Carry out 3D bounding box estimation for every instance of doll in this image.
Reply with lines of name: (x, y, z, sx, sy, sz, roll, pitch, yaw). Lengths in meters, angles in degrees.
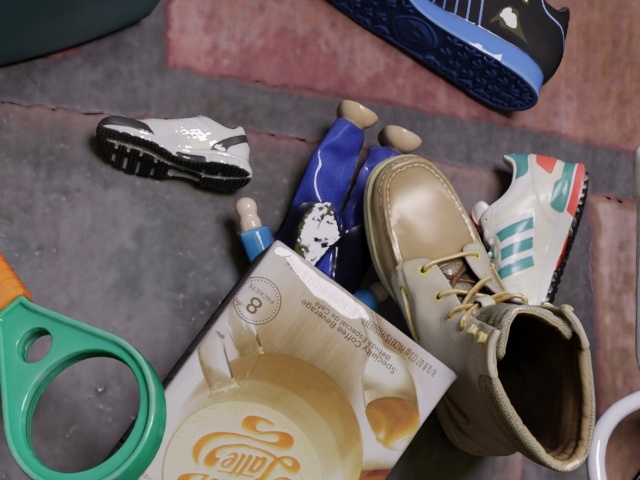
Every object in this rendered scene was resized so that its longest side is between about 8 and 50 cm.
doll: (0.000, 0.000, 0.892, 0.129, 0.046, 0.189, 27, 75, -20)

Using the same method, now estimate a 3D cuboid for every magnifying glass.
magnifying glass: (-0.171, 0.057, 0.767, 0.092, 0.026, 0.231, -41, 56, -4)

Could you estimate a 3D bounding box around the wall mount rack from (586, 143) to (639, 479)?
wall mount rack: (0.331, 0.062, 0.889, 0.350, 0.130, 0.304, -19, 80, -25)

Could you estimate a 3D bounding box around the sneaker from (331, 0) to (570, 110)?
sneaker: (0.082, -0.193, 0.959, 0.232, 0.081, 0.090, 35, 65, -14)

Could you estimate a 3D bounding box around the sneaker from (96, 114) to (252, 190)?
sneaker: (-0.099, -0.066, 0.886, 0.109, 0.040, 0.043, 14, 55, -18)

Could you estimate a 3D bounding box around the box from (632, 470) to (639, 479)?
box: (0.327, 0.227, 0.938, 0.220, 0.051, 0.175, 46, 66, -2)

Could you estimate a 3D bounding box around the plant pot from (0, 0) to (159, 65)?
plant pot: (-0.212, -0.205, 0.819, 0.234, 0.165, 0.165, -8, 78, -28)

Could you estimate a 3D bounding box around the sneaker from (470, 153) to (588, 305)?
sneaker: (0.139, 0.010, 0.940, 0.075, 0.057, 0.161, 18, 78, 14)

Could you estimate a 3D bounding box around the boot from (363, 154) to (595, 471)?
boot: (0.098, 0.039, 0.815, 0.077, 0.165, 0.213, -19, 90, -11)

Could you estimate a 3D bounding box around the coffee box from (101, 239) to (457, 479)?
coffee box: (-0.050, 0.142, 0.786, 0.141, 0.098, 0.246, 37, 78, -5)
